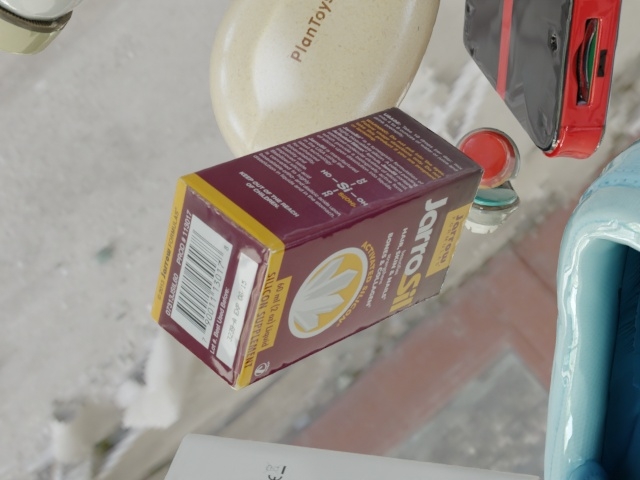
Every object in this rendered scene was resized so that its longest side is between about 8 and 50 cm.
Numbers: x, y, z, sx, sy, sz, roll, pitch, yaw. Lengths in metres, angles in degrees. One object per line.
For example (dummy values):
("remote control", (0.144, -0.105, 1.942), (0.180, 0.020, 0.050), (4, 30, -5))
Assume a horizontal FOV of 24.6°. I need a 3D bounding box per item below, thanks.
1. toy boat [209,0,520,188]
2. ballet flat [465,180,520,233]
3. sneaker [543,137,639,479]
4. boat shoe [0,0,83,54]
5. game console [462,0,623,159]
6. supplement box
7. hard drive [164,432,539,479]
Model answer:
("toy boat", (0.052, -0.146, 1.400), (0.267, 0.318, 0.148), (-55, 175, 6))
("ballet flat", (0.190, -0.043, 1.684), (0.213, 0.072, 0.068), (-72, 171, -70))
("sneaker", (0.144, 0.130, 0.576), (0.150, 0.135, 0.366), (-22, 107, -39))
("boat shoe", (-0.181, -0.251, 0.845), (0.113, 0.302, 0.103), (9, 140, -45))
("game console", (0.236, -0.313, 1.579), (0.060, 0.342, 0.386), (-6, 123, -11))
("supplement box", (0.000, 0.000, 0.879), (0.188, 0.081, 0.104), (-22, 139, -42))
("hard drive", (0.011, 0.248, 1.178), (0.203, 0.307, 0.040), (-67, 159, -54))
